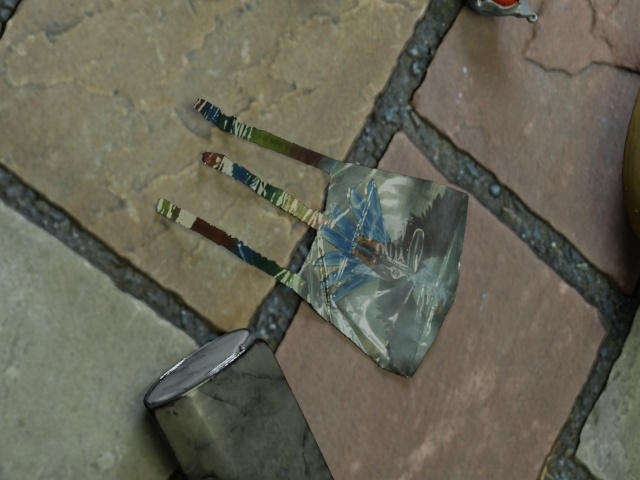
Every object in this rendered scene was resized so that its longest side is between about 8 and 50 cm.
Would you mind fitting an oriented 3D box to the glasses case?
[{"bbox_3d":[-0.035,0.224,1.534,0.114,0.060,0.299,-37,111,-30],"label":"glasses case"}]

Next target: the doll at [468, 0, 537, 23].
[{"bbox_3d":[0.139,-0.219,1.661,0.114,0.039,0.057,38,37,-17],"label":"doll"}]

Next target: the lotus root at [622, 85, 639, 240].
[{"bbox_3d":[0.358,-0.050,1.746,0.183,0.183,0.309,18,83,-35],"label":"lotus root"}]

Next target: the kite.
[{"bbox_3d":[0.001,0.000,1.582,0.310,0.015,0.169,21,80,-35],"label":"kite"}]
